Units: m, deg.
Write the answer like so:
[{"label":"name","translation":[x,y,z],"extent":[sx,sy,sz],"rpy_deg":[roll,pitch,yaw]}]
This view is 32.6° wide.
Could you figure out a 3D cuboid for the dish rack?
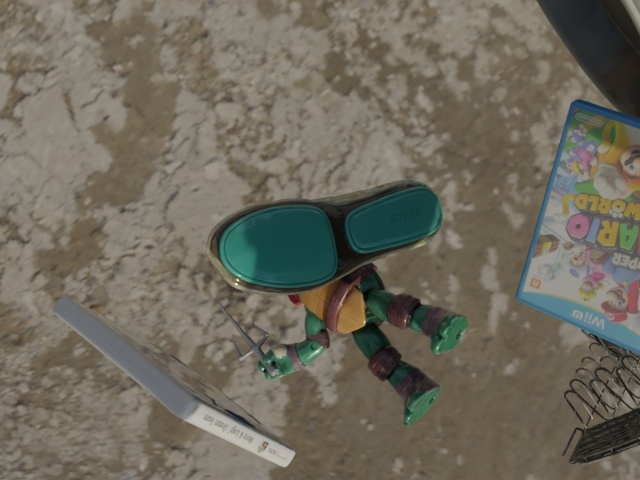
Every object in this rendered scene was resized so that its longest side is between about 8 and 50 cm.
[{"label":"dish rack","translation":[0.365,0.135,1.225],"extent":[0.074,0.208,0.271],"rpy_deg":[49,42,-5]}]

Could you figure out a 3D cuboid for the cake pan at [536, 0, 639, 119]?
[{"label":"cake pan","translation":[0.243,-0.222,0.955],"extent":[0.054,0.293,0.293],"rpy_deg":[-33,99,5]}]

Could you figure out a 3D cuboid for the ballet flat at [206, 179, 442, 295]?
[{"label":"ballet flat","translation":[0.000,0.000,0.662],"extent":[0.168,0.052,0.057],"rpy_deg":[-10,90,-32]}]

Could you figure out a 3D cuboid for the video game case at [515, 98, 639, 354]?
[{"label":"video game case","translation":[0.218,-0.007,0.805],"extent":[0.015,0.119,0.166],"rpy_deg":[-27,134,-52]}]

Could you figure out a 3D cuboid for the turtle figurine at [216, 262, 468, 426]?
[{"label":"turtle figurine","translation":[0.014,0.059,1.007],"extent":[0.234,0.175,0.118],"rpy_deg":[30,45,24]}]

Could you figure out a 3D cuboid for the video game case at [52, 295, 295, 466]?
[{"label":"video game case","translation":[-0.107,0.105,0.808],"extent":[0.019,0.157,0.143],"rpy_deg":[-56,143,-5]}]
